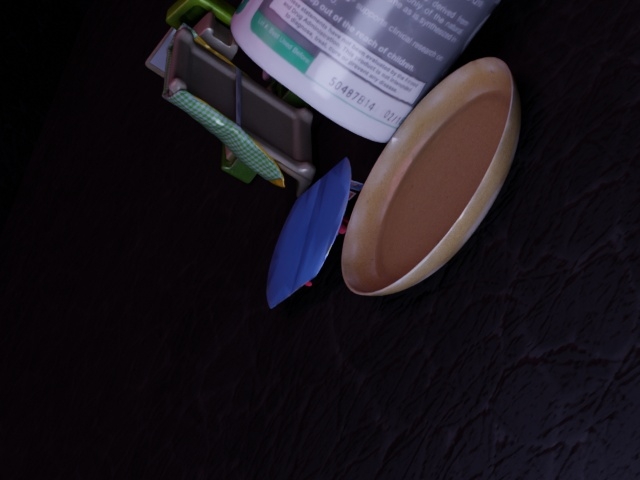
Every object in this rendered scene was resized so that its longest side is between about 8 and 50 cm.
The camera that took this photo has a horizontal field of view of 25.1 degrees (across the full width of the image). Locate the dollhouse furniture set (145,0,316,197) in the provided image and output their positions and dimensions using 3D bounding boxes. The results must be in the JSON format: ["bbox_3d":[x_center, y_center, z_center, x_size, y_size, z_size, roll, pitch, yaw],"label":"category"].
[{"bbox_3d":[-0.121,-0.139,1.661,0.151,0.198,0.301,-49,21,24],"label":"dollhouse furniture set"}]

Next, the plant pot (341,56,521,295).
[{"bbox_3d":[0.100,-0.050,1.245,0.236,0.032,0.236,-48,22,26],"label":"plant pot"}]

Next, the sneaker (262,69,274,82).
[{"bbox_3d":[-0.061,-0.296,1.855,0.071,0.083,0.190,-85,9,-61],"label":"sneaker"}]

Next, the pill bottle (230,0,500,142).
[{"bbox_3d":[0.092,-0.290,1.352,0.361,0.204,0.204,-54,20,15],"label":"pill bottle"}]

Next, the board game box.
[{"bbox_3d":[0.000,0.000,1.417,0.169,0.033,0.133,-39,33,55],"label":"board game box"}]
